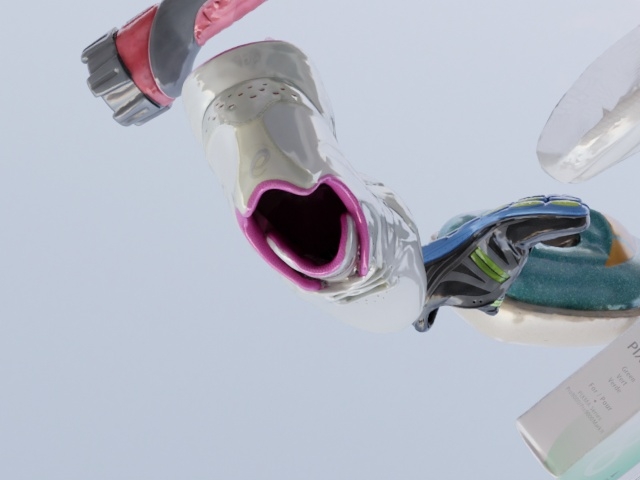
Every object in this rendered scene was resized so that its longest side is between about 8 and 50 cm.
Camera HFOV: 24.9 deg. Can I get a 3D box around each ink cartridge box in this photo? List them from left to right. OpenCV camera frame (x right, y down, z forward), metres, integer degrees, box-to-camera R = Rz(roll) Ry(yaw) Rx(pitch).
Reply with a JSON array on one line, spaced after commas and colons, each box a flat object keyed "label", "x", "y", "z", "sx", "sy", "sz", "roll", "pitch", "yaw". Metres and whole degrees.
[{"label": "ink cartridge box", "x": 0.250, "y": 0.085, "z": 0.975, "sx": 0.225, "sy": 0.181, "sz": 0.056, "roll": -39, "pitch": -117, "yaw": 8}]

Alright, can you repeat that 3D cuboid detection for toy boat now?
[{"label": "toy boat", "x": 0.275, "y": 0.048, "z": 1.406, "sx": 0.267, "sy": 0.148, "sz": 0.318, "roll": -2, "pitch": -150, "yaw": -38}]

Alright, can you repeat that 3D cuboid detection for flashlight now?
[{"label": "flashlight", "x": -0.094, "y": -0.227, "z": 1.456, "sx": 0.304, "sy": 0.103, "sz": 0.103, "roll": -28, "pitch": -127, "yaw": 18}]

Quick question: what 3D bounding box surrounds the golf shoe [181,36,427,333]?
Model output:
[{"label": "golf shoe", "x": 0.000, "y": 0.000, "z": 1.018, "sx": 0.115, "sy": 0.306, "sz": 0.140, "roll": -26, "pitch": -132, "yaw": 12}]

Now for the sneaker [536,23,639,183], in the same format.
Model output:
[{"label": "sneaker", "x": 0.218, "y": -0.088, "z": 0.783, "sx": 0.212, "sy": 0.080, "sz": 0.094, "roll": -41, "pitch": -69, "yaw": 7}]

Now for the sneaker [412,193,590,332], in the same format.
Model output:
[{"label": "sneaker", "x": 0.141, "y": 0.018, "z": 1.182, "sx": 0.078, "sy": 0.188, "sz": 0.067, "roll": 62, "pitch": -154, "yaw": 4}]
